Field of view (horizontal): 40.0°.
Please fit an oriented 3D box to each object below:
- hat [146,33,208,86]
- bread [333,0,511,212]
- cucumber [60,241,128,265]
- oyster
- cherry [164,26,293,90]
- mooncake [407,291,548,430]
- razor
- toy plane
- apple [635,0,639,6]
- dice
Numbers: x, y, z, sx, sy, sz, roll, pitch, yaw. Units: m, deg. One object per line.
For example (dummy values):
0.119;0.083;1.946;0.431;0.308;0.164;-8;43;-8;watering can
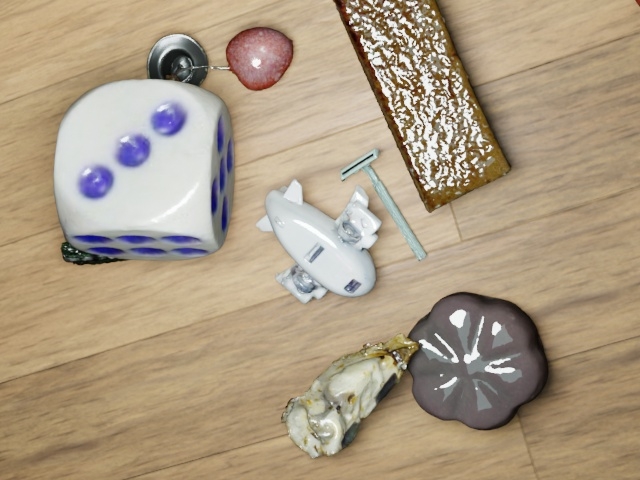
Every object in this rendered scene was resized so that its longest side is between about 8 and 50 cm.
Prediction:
-0.251;-0.301;1.554;0.121;0.050;0.121;0;91;5;hat
0.166;-0.265;1.469;0.165;0.113;0.416;-23;94;11;bread
-0.331;-0.001;1.591;0.266;0.077;0.077;-7;96;9;cucumber
0.059;0.267;1.535;0.345;0.079;0.128;-47;70;31;oyster
-0.146;-0.292;1.511;0.226;0.090;0.107;-29;102;-2;cherry
0.265;0.206;1.506;0.245;0.133;0.244;1;93;15;mooncake
0.124;-0.056;1.544;0.084;0.036;0.211;-30;98;34;razor
0.000;0.000;1.528;0.245;0.117;0.244;7;113;16;toy plane
0.589;-0.450;1.334;0.261;0.216;0.260;1;97;11;apple
-0.282;-0.108;1.456;0.259;0.243;0.251;1;74;6;dice
